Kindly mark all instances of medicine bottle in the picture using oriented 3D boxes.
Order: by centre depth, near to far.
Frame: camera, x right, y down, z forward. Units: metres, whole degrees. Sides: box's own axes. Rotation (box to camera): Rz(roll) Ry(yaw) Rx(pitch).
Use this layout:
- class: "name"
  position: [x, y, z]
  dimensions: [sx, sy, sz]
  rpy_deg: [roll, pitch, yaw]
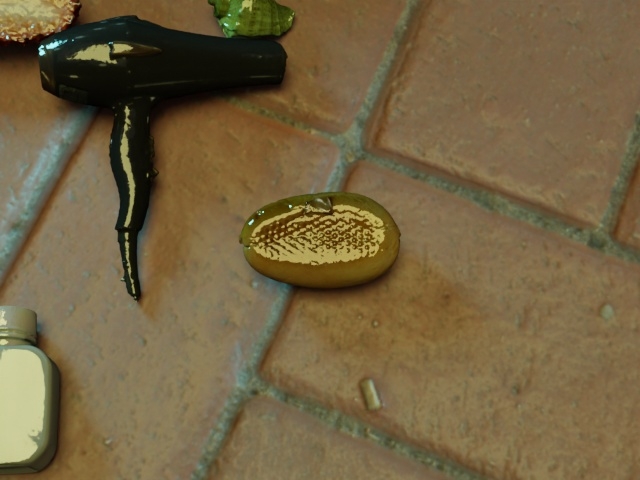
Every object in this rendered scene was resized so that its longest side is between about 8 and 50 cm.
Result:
- class: "medicine bottle"
  position: [-0.360, 0.170, 1.221]
  dimensions: [0.119, 0.069, 0.183]
  rpy_deg: [-4, 71, 2]

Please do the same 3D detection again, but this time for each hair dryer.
- class: "hair dryer"
  position: [-0.193, -0.101, 1.319]
  dimensions: [0.303, 0.120, 0.360]
  rpy_deg: [1, 80, -12]

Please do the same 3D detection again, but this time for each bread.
- class: "bread"
  position: [0.000, 0.000, 1.265]
  dimensions: [0.189, 0.077, 0.114]
  rpy_deg: [-1, 90, 1]

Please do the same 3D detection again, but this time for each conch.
- class: "conch"
  position: [-0.094, -0.296, 1.386]
  dimensions: [0.121, 0.074, 0.089]
  rpy_deg: [18, 76, -13]

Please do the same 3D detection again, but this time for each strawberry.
- class: "strawberry"
  position: [-0.449, -0.323, 1.391]
  dimensions: [0.286, 0.106, 0.188]
  rpy_deg: [24, 77, -3]
